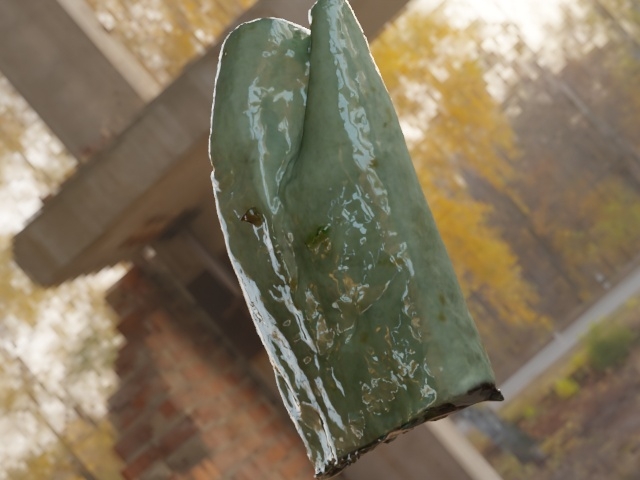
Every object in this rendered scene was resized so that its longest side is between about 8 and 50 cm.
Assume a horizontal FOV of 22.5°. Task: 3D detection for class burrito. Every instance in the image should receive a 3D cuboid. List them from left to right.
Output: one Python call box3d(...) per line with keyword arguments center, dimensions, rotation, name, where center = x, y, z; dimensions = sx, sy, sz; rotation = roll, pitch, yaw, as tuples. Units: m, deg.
box3d(center=(0.002, 0.000, 0.411), dimensions=(0.044, 0.118, 0.074), rotation=(-21, -2, -33), name="burrito")
